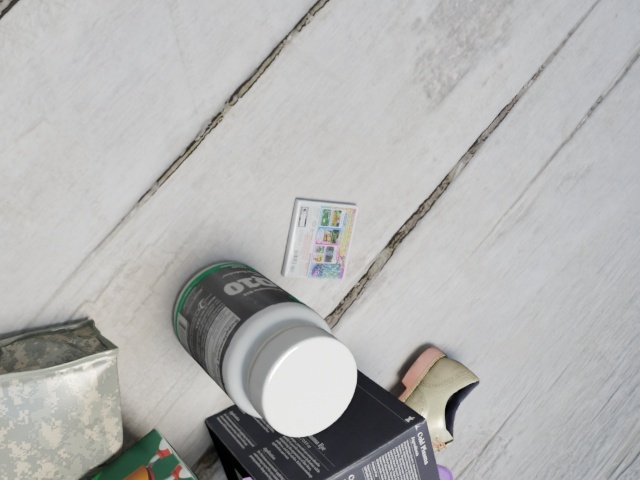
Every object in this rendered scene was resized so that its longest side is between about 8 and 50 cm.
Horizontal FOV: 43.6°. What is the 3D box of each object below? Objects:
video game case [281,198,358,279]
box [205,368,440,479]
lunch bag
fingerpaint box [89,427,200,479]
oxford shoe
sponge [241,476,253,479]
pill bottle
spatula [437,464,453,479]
[{"bbox_3d":[0.000,0.000,1.598,0.143,0.019,0.157,4,103,-32],"label":"video game case"},{"bbox_3d":[0.001,0.413,1.539,0.312,0.343,0.179,-26,116,-21],"label":"box"},{"bbox_3d":[-0.484,0.286,1.311,0.287,0.169,0.235,-12,113,-33],"label":"lunch bag"},{"bbox_3d":[-0.331,0.590,1.427,0.371,0.163,0.445,-38,143,-15],"label":"fingerpaint box"},{"bbox_3d":[0.204,0.427,1.747,0.397,0.146,0.140,-58,148,-10],"label":"oxford shoe"},{"bbox_3d":[-0.146,0.507,1.303,0.210,0.117,0.031,-51,160,2],"label":"sponge"},{"bbox_3d":[-0.102,0.182,1.389,0.204,0.361,0.204,-10,111,-29],"label":"pill bottle"},{"bbox_3d":[0.204,0.550,1.896,0.296,0.030,0.084,28,89,-34],"label":"spatula"}]
